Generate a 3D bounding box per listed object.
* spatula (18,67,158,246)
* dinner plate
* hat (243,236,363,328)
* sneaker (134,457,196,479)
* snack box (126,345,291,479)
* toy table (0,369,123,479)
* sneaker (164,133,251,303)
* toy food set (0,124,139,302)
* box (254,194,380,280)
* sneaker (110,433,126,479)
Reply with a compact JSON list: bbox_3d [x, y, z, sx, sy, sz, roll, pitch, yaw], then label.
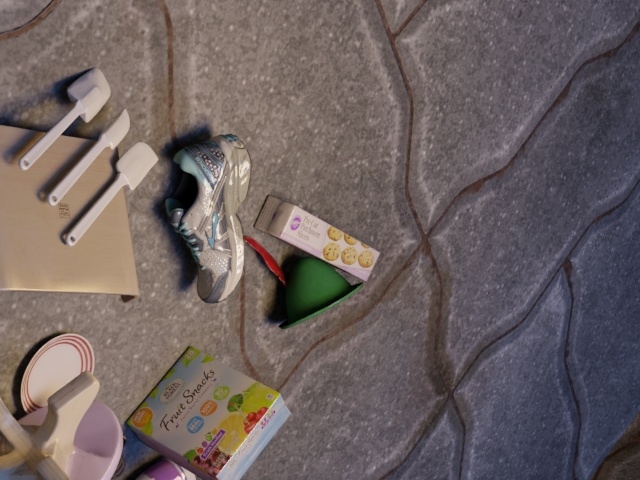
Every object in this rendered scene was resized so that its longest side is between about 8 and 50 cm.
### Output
[{"bbox_3d":[-0.318,-0.115,1.761,0.168,0.019,0.242,62,36,-24],"label":"spatula"},{"bbox_3d":[-0.398,0.204,1.951,0.141,0.017,0.141,-32,134,-41],"label":"dinner plate"},{"bbox_3d":[-0.038,0.042,2.320,0.173,0.208,0.183,-29,92,-10],"label":"hat"},{"bbox_3d":[-0.284,0.517,2.232,0.161,0.102,0.282,-30,121,-38],"label":"sneaker"},{"bbox_3d":[-0.184,0.291,2.126,0.174,0.207,0.070,-51,143,-23],"label":"snack box"},{"bbox_3d":[-0.409,0.304,1.815,0.274,0.252,0.161,-49,157,-25],"label":"toy table"},{"bbox_3d":[-0.192,-0.030,2.047,0.122,0.110,0.283,-10,116,-31],"label":"sneaker"},{"bbox_3d":[-0.374,-0.027,1.739,0.306,0.092,0.220,5,72,-53],"label":"toy food set"},{"bbox_3d":[0.000,0.000,2.337,0.324,0.063,0.067,29,84,-56],"label":"box"},{"bbox_3d":[-0.340,0.333,2.055,0.063,0.074,0.170,-46,141,-28],"label":"sneaker"}]
